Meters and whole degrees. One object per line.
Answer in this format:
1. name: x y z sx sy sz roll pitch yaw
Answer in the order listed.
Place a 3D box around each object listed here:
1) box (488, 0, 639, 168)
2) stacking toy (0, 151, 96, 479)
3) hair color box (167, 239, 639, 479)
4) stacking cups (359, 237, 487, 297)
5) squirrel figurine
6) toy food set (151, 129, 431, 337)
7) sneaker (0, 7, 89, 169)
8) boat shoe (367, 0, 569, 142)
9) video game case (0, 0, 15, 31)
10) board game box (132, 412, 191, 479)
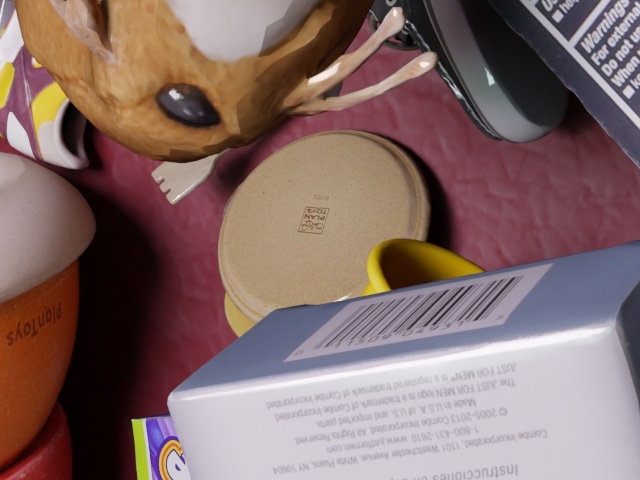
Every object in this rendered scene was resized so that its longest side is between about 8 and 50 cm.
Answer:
1. box: 0.261 -0.121 0.686 0.294 0.183 0.296 52 120 23
2. stacking toy: -0.267 0.210 1.047 0.351 0.351 0.479 0 106 36
3. hair color box: 0.092 0.203 0.720 0.185 0.113 0.374 -11 101 25
4. stacking cups: -0.009 0.146 0.862 0.096 0.096 0.316 46 120 26
5. squirrel figurine: -0.005 -0.227 0.682 0.397 0.281 0.370 -108 37 -52
6. toy food set: 0.000 0.000 0.954 0.132 0.038 0.192 -36 54 4
7. sneaker: -0.139 -0.134 1.058 0.084 0.069 0.185 29 112 18
8. boat shoe: 0.050 -0.139 0.907 0.076 0.080 0.228 -38 69 37
9. video game case: -0.292 -0.268 1.178 0.329 0.036 0.300 21 104 35
10. board game box: 0.029 0.255 0.932 0.233 0.078 0.347 -9 86 36
